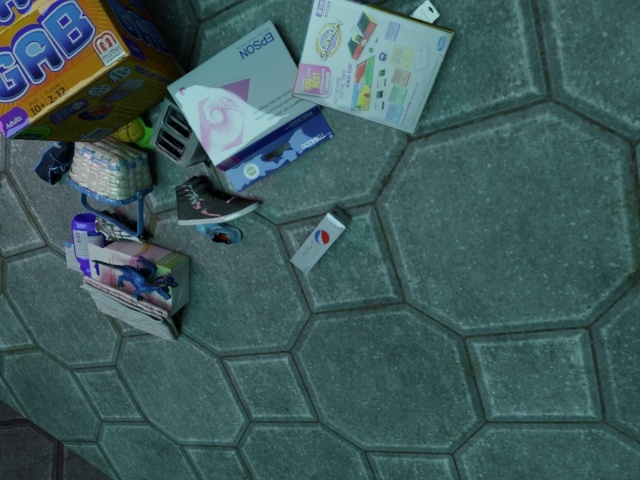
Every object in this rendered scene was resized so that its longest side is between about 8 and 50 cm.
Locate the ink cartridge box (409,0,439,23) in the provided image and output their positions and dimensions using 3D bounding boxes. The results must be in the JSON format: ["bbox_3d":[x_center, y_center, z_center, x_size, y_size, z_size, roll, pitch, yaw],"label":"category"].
[{"bbox_3d":[0.229,-0.505,0.984,0.083,0.028,0.048,-37,98,31],"label":"ink cartridge box"}]

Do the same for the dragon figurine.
[{"bbox_3d":[-0.611,0.110,1.428,0.289,0.085,0.144,39,120,-1],"label":"dragon figurine"}]

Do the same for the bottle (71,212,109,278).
[{"bbox_3d":[-0.865,0.038,1.619,0.118,0.092,0.283,1,119,-16],"label":"bottle"}]

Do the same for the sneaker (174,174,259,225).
[{"bbox_3d":[-0.338,-0.135,1.335,0.295,0.104,0.147,-5,107,21],"label":"sneaker"}]

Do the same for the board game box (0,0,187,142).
[{"bbox_3d":[-0.625,-0.494,1.072,0.356,0.356,0.356,-29,98,9],"label":"board game box"}]

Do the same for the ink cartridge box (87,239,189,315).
[{"bbox_3d":[-0.663,0.116,1.569,0.353,0.119,0.207,17,119,13],"label":"ink cartridge box"}]

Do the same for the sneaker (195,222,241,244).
[{"bbox_3d":[-0.345,-0.029,1.404,0.162,0.073,0.064,17,118,15],"label":"sneaker"}]

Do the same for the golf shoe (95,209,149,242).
[{"bbox_3d":[-0.712,-0.029,1.533,0.198,0.077,0.094,28,109,-2],"label":"golf shoe"}]

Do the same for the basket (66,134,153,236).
[{"bbox_3d":[-0.674,-0.176,1.390,0.254,0.201,0.289,27,118,9],"label":"basket"}]

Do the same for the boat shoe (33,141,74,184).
[{"bbox_3d":[-0.923,-0.280,1.515,0.258,0.109,0.089,-22,112,45],"label":"boat shoe"}]

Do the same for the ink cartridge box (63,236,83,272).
[{"bbox_3d":[-0.960,0.057,1.698,0.088,0.052,0.123,17,117,14],"label":"ink cartridge box"}]

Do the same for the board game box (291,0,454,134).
[{"bbox_3d":[0.113,-0.415,1.003,0.316,0.064,0.242,18,124,-1],"label":"board game box"}]

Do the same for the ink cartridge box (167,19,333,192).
[{"bbox_3d":[-0.181,-0.343,1.137,0.324,0.071,0.330,-30,100,8],"label":"ink cartridge box"}]

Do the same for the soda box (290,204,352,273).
[{"bbox_3d":[0.000,0.000,1.281,0.069,0.074,0.216,40,121,0],"label":"soda box"}]

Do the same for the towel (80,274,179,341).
[{"bbox_3d":[-0.700,0.268,1.589,0.331,0.053,0.317,24,152,1],"label":"towel"}]

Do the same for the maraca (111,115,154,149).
[{"bbox_3d":[-0.599,-0.357,1.343,0.185,0.099,0.127,34,137,-25],"label":"maraca"}]

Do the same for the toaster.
[{"bbox_3d":[-0.399,-0.322,1.270,0.185,0.110,0.168,37,122,2],"label":"toaster"}]
